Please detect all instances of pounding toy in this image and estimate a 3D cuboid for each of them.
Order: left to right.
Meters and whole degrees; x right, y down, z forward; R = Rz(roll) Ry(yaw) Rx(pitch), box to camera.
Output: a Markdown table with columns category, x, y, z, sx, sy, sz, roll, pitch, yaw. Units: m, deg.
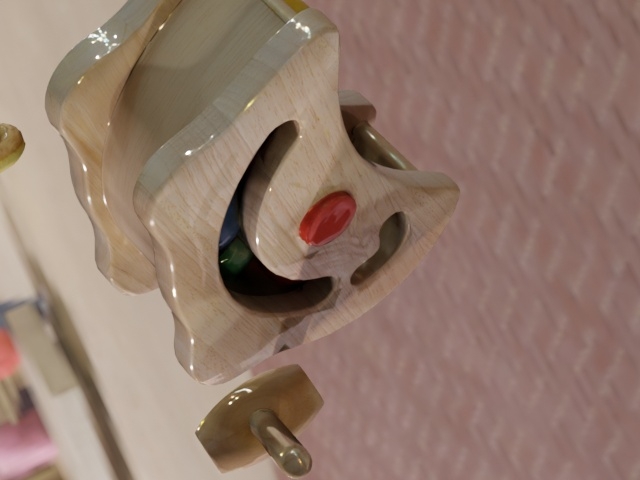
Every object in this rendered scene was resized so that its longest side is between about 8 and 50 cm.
| category | x | y | z | sx | sy | sz | roll | pitch | yaw |
| --- | --- | --- | --- | --- | --- | --- | --- | --- | --- |
| pounding toy | 0.000 | 0.000 | 0.801 | 0.155 | 0.154 | 0.269 | 46 | 161 | 29 |

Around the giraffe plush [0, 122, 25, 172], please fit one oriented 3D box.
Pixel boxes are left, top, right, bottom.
| category | x | y | z | sx | sy | sz | roll | pitch | yaw |
| --- | --- | --- | --- | --- | --- | --- | --- | --- | --- |
| giraffe plush | -0.196 | -0.018 | 0.657 | 0.170 | 0.181 | 0.210 | -45 | -35 | -61 |
